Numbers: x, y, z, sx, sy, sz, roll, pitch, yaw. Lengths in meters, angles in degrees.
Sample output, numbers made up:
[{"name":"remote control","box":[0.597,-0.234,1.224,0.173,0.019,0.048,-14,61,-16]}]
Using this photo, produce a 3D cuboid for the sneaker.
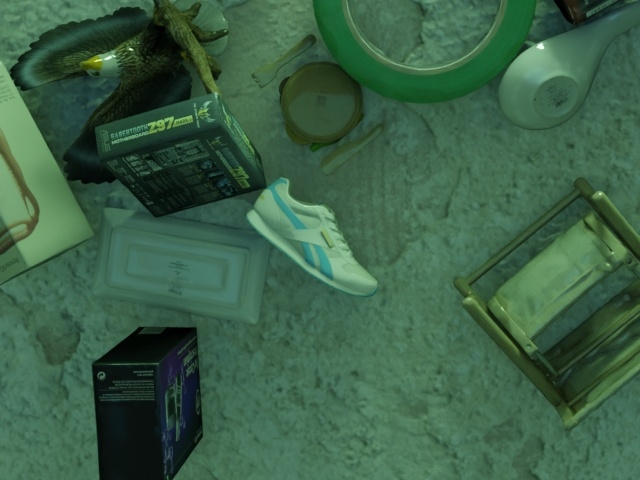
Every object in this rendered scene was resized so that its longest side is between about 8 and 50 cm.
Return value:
[{"name":"sneaker","box":[0.000,0.000,1.798,0.229,0.087,0.092,38,97,-2]}]

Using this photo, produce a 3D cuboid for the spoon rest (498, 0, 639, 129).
[{"name":"spoon rest","box":[0.382,-0.259,1.726,0.276,0.084,0.137,-32,125,11]}]

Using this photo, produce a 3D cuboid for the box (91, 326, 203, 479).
[{"name":"box","box":[-0.249,0.241,1.764,0.103,0.261,0.184,1,98,6]}]

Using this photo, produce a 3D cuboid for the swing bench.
[{"name":"swing bench","box":[0.373,0.090,1.735,0.253,0.165,0.254,-40,97,8]}]

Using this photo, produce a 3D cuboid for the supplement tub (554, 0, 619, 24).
[{"name":"supplement tub","box":[0.420,-0.396,1.695,0.198,0.106,0.106,-30,93,8]}]

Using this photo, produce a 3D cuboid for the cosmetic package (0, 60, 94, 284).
[{"name":"cosmetic package","box":[-0.482,-0.095,1.784,0.153,0.129,0.296,-26,94,51]}]

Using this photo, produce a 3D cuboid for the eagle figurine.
[{"name":"eagle figurine","box":[-0.291,-0.249,1.771,0.298,0.225,0.226,-29,49,37]}]

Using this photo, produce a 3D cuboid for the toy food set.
[{"name":"toy food set","box":[-0.001,-0.205,1.802,0.132,0.038,0.192,-36,87,2]}]

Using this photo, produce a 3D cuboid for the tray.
[{"name":"tray","box":[-0.219,0.040,1.854,0.270,0.030,0.145,10,99,5]}]

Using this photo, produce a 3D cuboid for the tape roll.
[{"name":"tape roll","box":[0.149,-0.361,1.729,0.321,0.077,0.321,1,103,5]}]

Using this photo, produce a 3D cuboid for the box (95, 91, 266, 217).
[{"name":"box","box":[-0.196,-0.118,1.731,0.183,0.232,0.059,-14,69,9]}]
